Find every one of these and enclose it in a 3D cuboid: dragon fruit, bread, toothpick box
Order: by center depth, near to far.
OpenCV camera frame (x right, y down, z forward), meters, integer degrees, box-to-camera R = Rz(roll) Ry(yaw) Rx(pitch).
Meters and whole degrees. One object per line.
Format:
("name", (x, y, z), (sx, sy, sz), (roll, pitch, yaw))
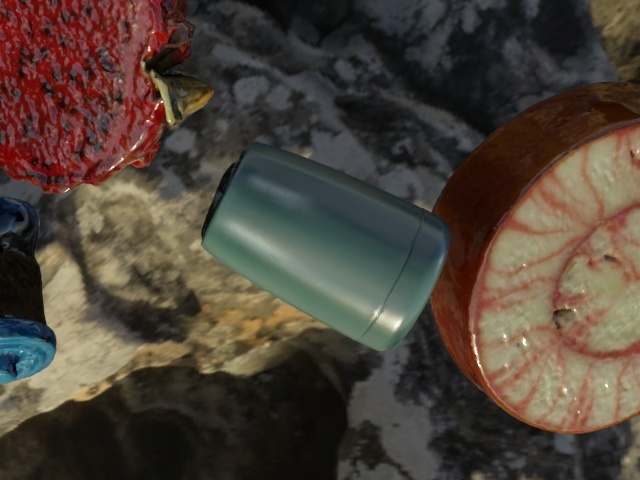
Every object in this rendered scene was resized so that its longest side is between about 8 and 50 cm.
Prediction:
("toothpick box", (0.000, 0.000, 0.950), (0.184, 0.120, 0.120), (26, 72, -3))
("dragon fruit", (-0.184, -0.158, 1.037), (0.205, 0.317, 0.152), (60, 31, 6))
("bread", (0.247, 0.026, 1.127), (0.295, 0.114, 0.328), (-22, 120, -15))

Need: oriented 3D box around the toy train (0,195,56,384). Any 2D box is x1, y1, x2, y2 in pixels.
("toy train", (-0.407, 0.058, 1.108), (0.265, 0.300, 0.188), (-24, 64, 17))
